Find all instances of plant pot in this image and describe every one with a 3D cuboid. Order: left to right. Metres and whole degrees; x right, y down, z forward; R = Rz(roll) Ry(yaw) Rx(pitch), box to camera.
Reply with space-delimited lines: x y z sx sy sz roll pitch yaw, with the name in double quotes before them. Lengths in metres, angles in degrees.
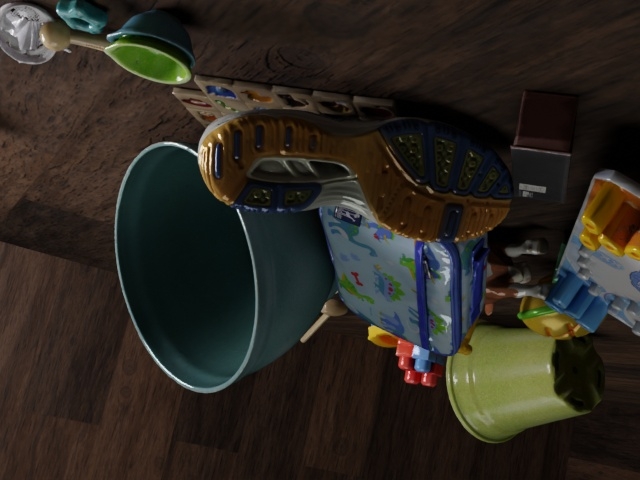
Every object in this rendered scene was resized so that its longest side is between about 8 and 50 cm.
"plant pot" -0.093 0.016 1.003 0.196 0.293 0.293 -14 -171 -41
"plant pot" 0.459 0.294 1.777 0.276 0.276 0.254 20 155 -31

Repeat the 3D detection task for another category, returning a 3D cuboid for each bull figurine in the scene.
"bull figurine" 0.192 0.024 1.072 0.310 0.101 0.188 19 164 -30

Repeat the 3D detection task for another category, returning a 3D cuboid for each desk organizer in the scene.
"desk organizer" 0.191 -0.076 0.696 0.047 0.050 0.130 10 168 17

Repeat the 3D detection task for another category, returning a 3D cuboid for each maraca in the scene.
"maraca" 0.382 0.091 1.211 0.185 0.099 0.127 -11 176 -12

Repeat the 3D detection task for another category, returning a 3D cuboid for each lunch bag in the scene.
"lunch bag" 0.097 0.023 0.903 0.176 0.090 0.219 24 147 26

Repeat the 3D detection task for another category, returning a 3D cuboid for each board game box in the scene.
"board game box" 0.401 0.112 0.782 0.390 0.050 0.390 35 173 18

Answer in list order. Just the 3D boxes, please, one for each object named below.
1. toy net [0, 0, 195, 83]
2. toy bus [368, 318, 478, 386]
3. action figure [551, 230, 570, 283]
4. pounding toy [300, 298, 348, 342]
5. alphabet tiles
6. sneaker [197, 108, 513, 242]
"toy net" -0.214 -0.176 0.686 0.232 0.045 0.122 6 167 34
"toy bus" 0.147 0.124 1.336 0.220 0.211 0.149 7 169 35
"action figure" 0.409 0.042 1.001 0.232 0.063 0.137 14 168 15
"pounding toy" -0.085 0.136 1.795 0.269 0.155 0.154 2 168 46
"alphabet tiles" -0.025 -0.118 0.850 0.237 0.009 0.198 10 169 15
"sneaker" 0.034 -0.077 0.769 0.296 0.112 0.131 10 -164 -14
